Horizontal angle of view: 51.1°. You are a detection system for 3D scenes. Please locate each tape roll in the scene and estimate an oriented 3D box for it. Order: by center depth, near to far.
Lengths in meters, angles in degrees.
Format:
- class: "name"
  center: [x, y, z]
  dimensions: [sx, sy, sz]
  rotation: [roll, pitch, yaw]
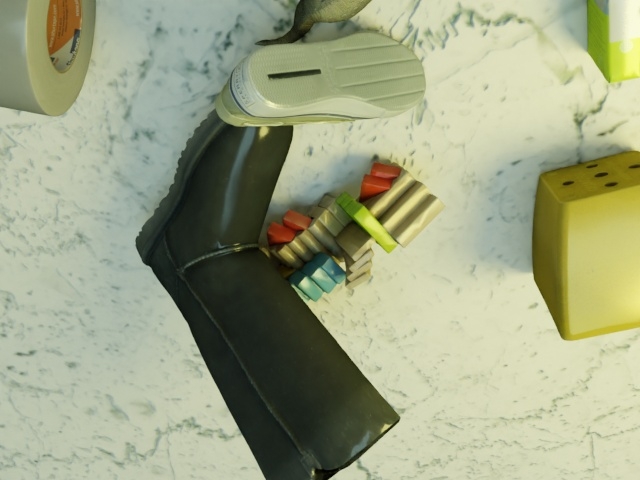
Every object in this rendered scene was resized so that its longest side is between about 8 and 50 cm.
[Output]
- class: "tape roll"
  center: [-0.333, -0.259, 0.783]
  dimensions: [0.072, 0.219, 0.219]
  rotation: [10, 124, -4]

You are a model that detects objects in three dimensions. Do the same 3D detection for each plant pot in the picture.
- class: "plant pot"
  center: [0.413, -0.009, 0.950]
  dimensions: [0.212, 0.212, 0.187]
  rotation: [-13, 110, 11]

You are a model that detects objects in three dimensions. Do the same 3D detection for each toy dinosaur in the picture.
- class: "toy dinosaur"
  center: [0.047, -0.314, 0.769]
  dimensions: [0.313, 0.160, 0.121]
  rotation: [-18, 122, 12]

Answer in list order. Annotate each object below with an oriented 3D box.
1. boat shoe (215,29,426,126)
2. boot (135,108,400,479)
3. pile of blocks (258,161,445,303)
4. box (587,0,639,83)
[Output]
- class: "boat shoe"
  center: [0.006, -0.197, 0.833]
  dimensions: [0.094, 0.302, 0.109]
  rotation: [-12, 89, 51]
- class: "boot"
  center: [-0.049, 0.078, 0.890]
  dimensions: [0.146, 0.445, 0.367]
  rotation: [-10, 149, -44]
- class: "pile of blocks"
  center: [0.000, 0.000, 0.990]
  dimensions: [0.362, 0.149, 0.112]
  rotation: [-34, 117, 23]
- class: "box"
  center: [0.350, -0.294, 0.804]
  dimensions: [0.042, 0.109, 0.178]
  rotation: [-9, 124, 12]
